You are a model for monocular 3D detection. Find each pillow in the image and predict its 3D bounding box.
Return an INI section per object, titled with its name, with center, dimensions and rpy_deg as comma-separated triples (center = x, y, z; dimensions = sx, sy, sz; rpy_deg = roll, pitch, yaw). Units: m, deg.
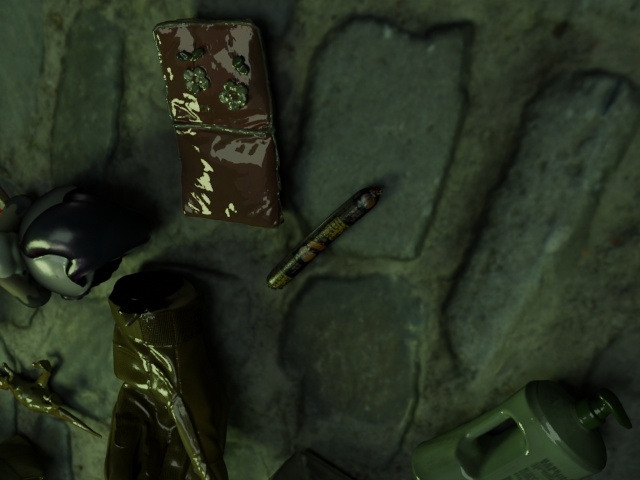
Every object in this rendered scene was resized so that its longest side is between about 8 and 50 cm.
[pillow]
center = -0.105, -0.124, 0.963
dimensions = 0.126, 0.043, 0.233
rpy_deg = 5, 116, 22

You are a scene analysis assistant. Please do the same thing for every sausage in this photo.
[sausage]
center = 0.000, 0.000, 0.983
dimensions = 0.028, 0.025, 0.198
rpy_deg = 49, 124, 0

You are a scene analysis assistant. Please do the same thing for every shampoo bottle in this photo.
[shampoo bottle]
center = 0.217, 0.219, 0.948
dimensions = 0.118, 0.087, 0.234
rpy_deg = 48, 123, -3

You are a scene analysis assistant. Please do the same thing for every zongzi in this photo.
[zongzi]
center = -0.526, 0.402, 1.318
dimensions = 0.094, 0.204, 0.205
rpy_deg = 48, 131, 31

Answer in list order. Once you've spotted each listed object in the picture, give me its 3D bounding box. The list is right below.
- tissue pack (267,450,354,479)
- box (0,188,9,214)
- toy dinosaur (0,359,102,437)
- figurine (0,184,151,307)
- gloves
[tissue pack]
center = -0.063, 0.498, 1.086
dimensions = 0.207, 0.297, 0.380
rpy_deg = 29, 123, 13
[box]
center = -0.436, -0.051, 1.168
dimensions = 0.058, 0.015, 0.093
rpy_deg = -33, 96, 31
[toy dinosaur]
center = -0.396, 0.234, 1.276
dimensions = 0.126, 0.039, 0.162
rpy_deg = -25, 106, 42
[figurine]
center = -0.310, -0.003, 1.064
dimensions = 0.222, 0.145, 0.145
rpy_deg = -12, 107, 31
[gloves]
center = -0.188, 0.205, 1.101
dimensions = 0.154, 0.141, 0.331
rpy_deg = -4, 103, -1
